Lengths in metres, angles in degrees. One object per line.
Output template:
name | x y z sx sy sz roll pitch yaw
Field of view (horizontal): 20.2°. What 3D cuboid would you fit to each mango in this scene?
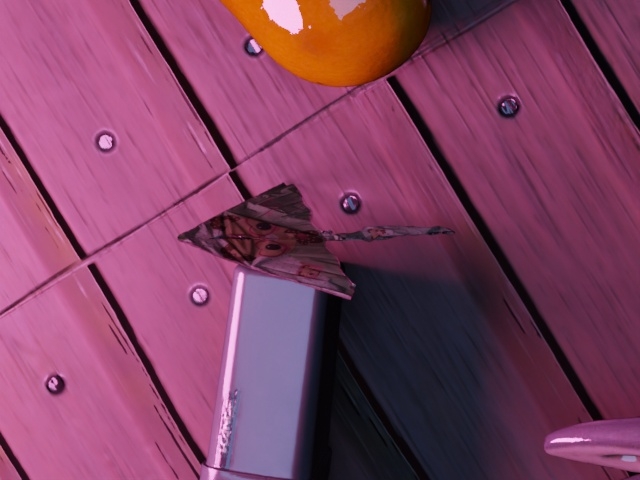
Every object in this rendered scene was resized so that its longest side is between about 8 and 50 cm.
mango | -0.009 -0.249 1.536 0.175 0.139 0.254 -43 81 6

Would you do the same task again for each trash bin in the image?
trash bin | -0.038 0.135 1.570 0.101 0.177 0.236 8 96 8

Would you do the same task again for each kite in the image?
kite | 0.000 -0.001 1.537 0.250 0.229 0.012 -3 118 -17

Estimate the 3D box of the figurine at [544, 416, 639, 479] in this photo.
figurine | 0.366 0.138 1.454 0.377 0.266 0.361 -3 91 11
